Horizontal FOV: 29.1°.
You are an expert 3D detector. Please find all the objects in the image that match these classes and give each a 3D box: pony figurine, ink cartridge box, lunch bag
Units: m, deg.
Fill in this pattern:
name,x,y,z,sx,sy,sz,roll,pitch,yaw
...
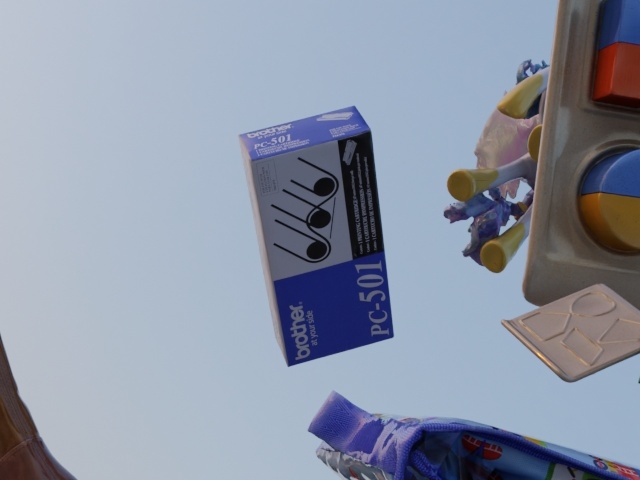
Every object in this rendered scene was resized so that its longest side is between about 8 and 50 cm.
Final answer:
name,x,y,z,sx,sy,sz,roll,pitch,yaw
pony figurine,0.313,-0.102,1.631,0.303,0.363,0.351,36,-47,21
ink cartridge box,0.000,0.000,0.994,0.046,0.097,0.207,-117,-164,-53
lunch bag,0.129,0.163,0.707,0.293,0.138,0.221,30,-9,-4

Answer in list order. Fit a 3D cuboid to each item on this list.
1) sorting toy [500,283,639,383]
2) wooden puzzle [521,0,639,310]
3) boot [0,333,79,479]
name,x,y,z,sx,sy,sz,roll,pitch,yaw
sorting toy,0.127,0.049,0.558,0.083,0.062,0.012,-133,-150,-57
wooden puzzle,0.364,-0.089,1.132,0.322,0.348,0.080,8,2,-10
boot,-0.291,0.169,0.973,0.264,0.096,0.280,-35,-100,52
